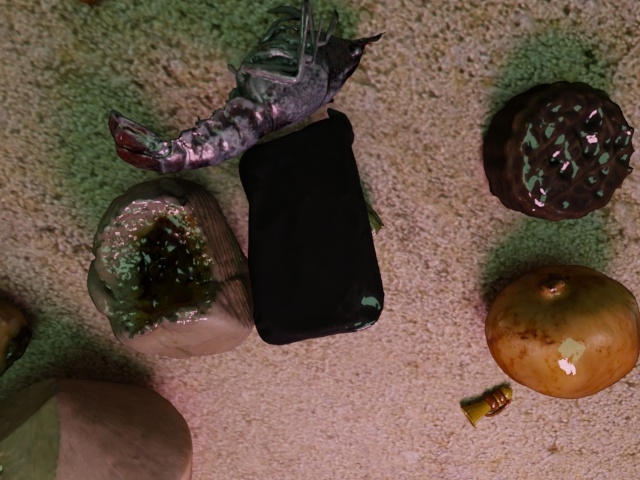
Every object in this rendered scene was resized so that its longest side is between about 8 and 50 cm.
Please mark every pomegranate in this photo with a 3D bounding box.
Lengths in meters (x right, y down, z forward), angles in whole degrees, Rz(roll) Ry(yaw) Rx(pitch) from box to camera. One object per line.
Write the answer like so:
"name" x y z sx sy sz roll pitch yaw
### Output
"pomegranate" 0.411 0.151 0.829 0.249 0.248 0.248 -2 108 -6

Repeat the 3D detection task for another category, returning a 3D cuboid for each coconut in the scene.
"coconut" -0.396 0.393 0.747 0.416 0.344 0.414 -2 111 -5

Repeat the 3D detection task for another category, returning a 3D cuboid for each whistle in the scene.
"whistle" 0.345 0.338 0.976 0.109 0.046 0.057 -26 94 -4

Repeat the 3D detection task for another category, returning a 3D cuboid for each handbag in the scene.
"handbag" -0.021 -0.023 0.699 0.192 0.075 0.331 -16 70 21

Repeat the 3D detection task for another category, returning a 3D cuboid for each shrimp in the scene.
"shrimp" -0.082 -0.213 0.663 0.166 0.221 0.410 45 68 -7

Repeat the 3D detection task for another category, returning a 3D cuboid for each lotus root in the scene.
"lotus root" -0.600 0.141 0.745 0.279 0.154 0.153 9 106 -7

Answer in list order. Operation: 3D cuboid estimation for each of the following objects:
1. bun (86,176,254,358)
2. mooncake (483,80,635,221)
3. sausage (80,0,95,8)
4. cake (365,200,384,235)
"bun" -0.223 0.050 0.715 0.205 0.281 0.281 -21 109 9
"mooncake" 0.385 -0.142 0.785 0.229 0.124 0.228 -2 106 -6
"sausage" -0.330 -0.409 0.652 0.062 0.054 0.183 -20 110 -34
"cake" -0.021 0.002 0.794 0.235 0.100 0.099 -38 106 5
